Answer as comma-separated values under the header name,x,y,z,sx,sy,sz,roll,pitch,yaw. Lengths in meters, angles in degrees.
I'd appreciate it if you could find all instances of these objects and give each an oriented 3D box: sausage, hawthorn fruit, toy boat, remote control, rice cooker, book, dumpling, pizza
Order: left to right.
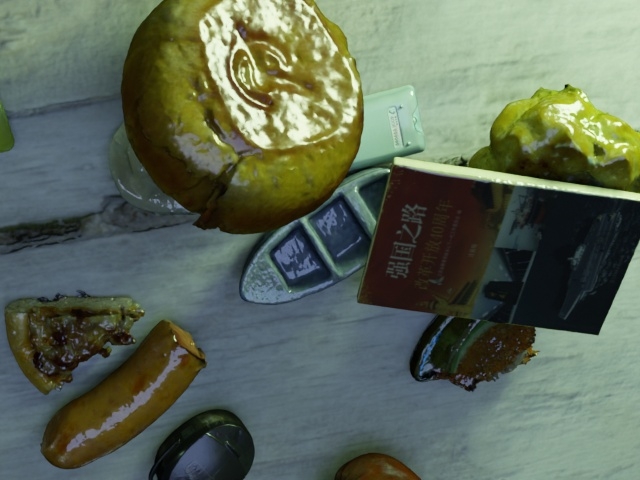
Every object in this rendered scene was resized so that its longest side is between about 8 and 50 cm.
name,x,y,z,sx,sy,sz,roll,pitch,yaw
pizza,-0.341,0.136,1.779,0.194,0.069,0.154,-21,109,-6
sausage,-0.286,0.230,1.808,0.270,0.109,0.109,-39,112,-1
dumpling,-0.202,-0.102,1.728,0.176,0.092,0.150,32,91,-21
rice cooker,-0.176,0.327,1.862,0.165,0.106,0.112,-36,112,3
toy boat,0.000,0.000,1.820,0.283,0.078,0.127,-33,112,-2
remote control,0.009,-0.138,1.796,0.293,0.051,0.103,-16,109,-10
hawthorn fruit,0.104,0.448,1.937,0.199,0.199,0.251,-47,124,3
book,0.258,0.015,1.783,0.374,0.028,0.262,8,131,-6

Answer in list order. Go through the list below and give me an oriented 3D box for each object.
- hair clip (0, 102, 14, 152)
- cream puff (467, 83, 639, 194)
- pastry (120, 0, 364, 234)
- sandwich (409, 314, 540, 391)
name,x,y,z,sx,sy,sz,roll,pitch,yaw
hair clip,-0.463,-0.199,1.667,0.060,0.033,0.188,-25,111,-3
cream puff,0.348,-0.109,1.818,0.282,0.185,0.281,1,133,1
pastry,-0.099,-0.183,1.643,0.356,0.164,0.355,7,75,-26
sandwich,0.246,0.155,1.928,0.235,0.079,0.159,-26,111,-6
